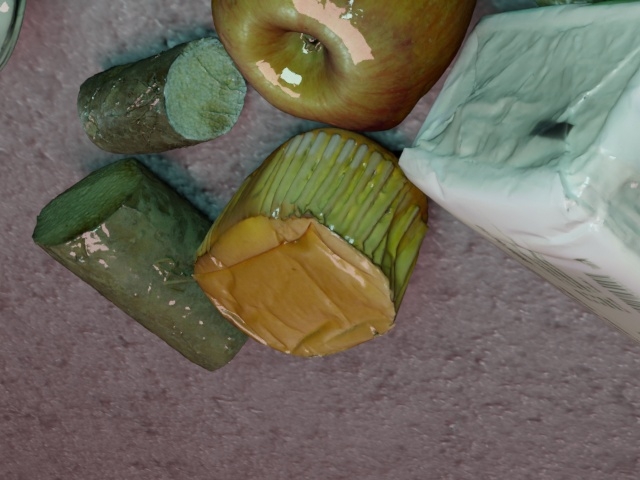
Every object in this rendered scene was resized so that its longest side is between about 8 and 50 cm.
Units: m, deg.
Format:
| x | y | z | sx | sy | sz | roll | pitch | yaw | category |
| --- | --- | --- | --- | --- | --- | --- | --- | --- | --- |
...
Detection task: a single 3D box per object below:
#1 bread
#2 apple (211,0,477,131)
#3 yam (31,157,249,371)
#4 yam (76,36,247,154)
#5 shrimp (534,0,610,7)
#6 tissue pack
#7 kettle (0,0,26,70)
| x | y | z | sx | sy | sz | roll | pitch | yaw | category |
| --- | --- | --- | --- | --- | --- | --- | --- | --- | --- |
| 0.000 | 0.000 | 1.267 | 0.204 | 0.156 | 0.288 | 38 | 148 | -7 | bread |
| 0.021 | -0.199 | 0.936 | 0.211 | 0.188 | 0.211 | 17 | 144 | 13 | apple |
| -0.192 | 0.024 | 1.414 | 0.161 | 0.161 | 0.268 | -17 | 129 | 46 | yam |
| -0.171 | -0.140 | 1.217 | 0.183 | 0.107 | 0.107 | -6 | 137 | 42 | yam |
| 0.233 | -0.257 | 0.836 | 0.233 | 0.071 | 0.365 | 22 | 153 | 13 | shrimp |
| 0.277 | -0.027 | 0.935 | 0.356 | 0.194 | 0.266 | 33 | 174 | -25 | tissue pack |
| -0.456 | -0.236 | 1.045 | 0.318 | 0.205 | 0.265 | -6 | 173 | -40 | kettle |
